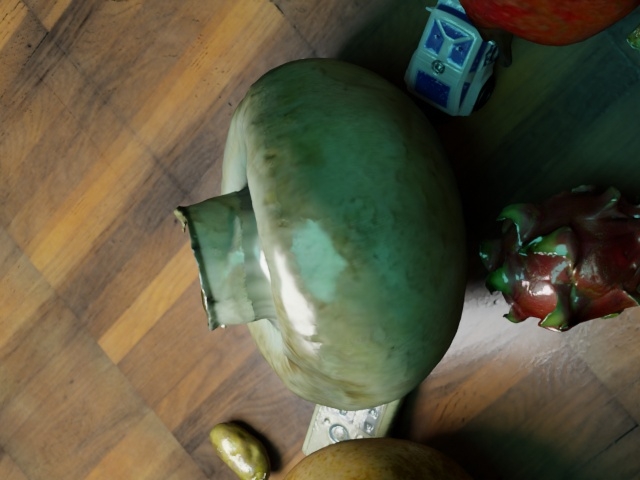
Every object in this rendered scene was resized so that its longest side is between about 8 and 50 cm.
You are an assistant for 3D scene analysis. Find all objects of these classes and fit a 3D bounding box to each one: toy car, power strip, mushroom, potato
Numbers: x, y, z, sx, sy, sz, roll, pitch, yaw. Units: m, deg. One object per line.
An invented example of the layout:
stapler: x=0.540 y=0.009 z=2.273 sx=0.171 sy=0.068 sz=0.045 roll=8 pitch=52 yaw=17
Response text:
toy car: x=0.133 y=-0.188 z=1.483 sx=0.080 sy=0.070 sz=0.171 roll=32 pitch=120 yaw=18
power strip: x=0.044 y=0.173 z=1.691 sx=0.092 sy=0.034 sz=0.268 roll=28 pitch=120 yaw=20
mushroom: x=0.000 y=0.000 z=1.485 sx=0.260 sy=0.352 sz=0.352 roll=-14 pitch=104 yaw=-10
potato: x=-0.089 y=0.244 z=1.795 sx=0.092 sy=0.046 sz=0.045 roll=44 pitch=160 yaw=22

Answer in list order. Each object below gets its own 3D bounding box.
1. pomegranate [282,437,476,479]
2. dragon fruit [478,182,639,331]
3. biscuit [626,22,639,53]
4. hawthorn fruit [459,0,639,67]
pomegranate: x=0.071 y=0.348 z=1.587 sx=0.319 sy=0.319 sz=0.319 roll=11 pitch=113 yaw=28
dragon fruit: x=0.263 y=0.014 z=1.447 sx=0.235 sy=0.135 sz=0.137 roll=-8 pitch=97 yaw=16
biscuit: x=0.393 y=-0.144 z=1.372 sx=0.231 sy=0.016 sz=0.139 roll=46 pitch=125 yaw=9
hawthorn fruit: x=0.196 y=-0.254 z=1.340 sx=0.208 sy=0.208 sz=0.248 roll=39 pitch=126 yaw=14
